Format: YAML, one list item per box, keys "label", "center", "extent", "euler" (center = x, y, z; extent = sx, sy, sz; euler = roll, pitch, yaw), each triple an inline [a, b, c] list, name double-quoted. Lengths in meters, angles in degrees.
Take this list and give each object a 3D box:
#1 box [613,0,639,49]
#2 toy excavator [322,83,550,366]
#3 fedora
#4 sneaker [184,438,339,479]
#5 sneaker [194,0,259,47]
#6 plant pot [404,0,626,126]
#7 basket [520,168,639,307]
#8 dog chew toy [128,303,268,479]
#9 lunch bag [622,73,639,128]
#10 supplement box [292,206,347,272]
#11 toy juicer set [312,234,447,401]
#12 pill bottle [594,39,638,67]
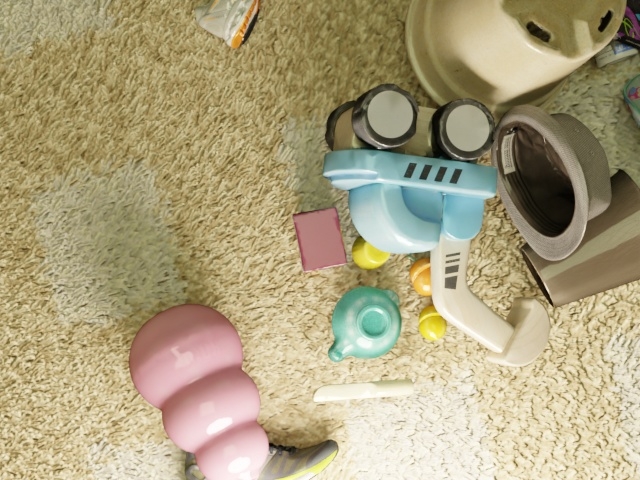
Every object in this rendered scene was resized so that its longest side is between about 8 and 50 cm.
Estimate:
- label: "box"
  center: [0.568, -0.407, 1.843]
  extent: [0.162, 0.029, 0.116]
  euler: [9, 71, -39]
- label: "toy excavator"
  center: [0.205, -0.016, 1.795]
  extent: [0.432, 0.222, 0.445]
  euler: [7, 87, -17]
- label: "fedora"
  center: [0.415, -0.114, 1.766]
  extent: [0.124, 0.244, 0.275]
  euler: [-18, 64, -23]
- label: "sneaker"
  center: [-0.115, 0.403, 1.871]
  extent: [0.299, 0.111, 0.121]
  euler: [-13, 85, -1]
- label: "sneaker"
  center: [-0.150, -0.499, 1.890]
  extent: [0.121, 0.099, 0.263]
  euler: [26, 89, 6]
- label: "plant pot"
  center: [0.348, -0.381, 1.732]
  extent: [0.333, 0.305, 0.334]
  euler: [1, 87, -13]
- label: "basket"
  center: [0.492, 0.016, 1.841]
  extent: [0.226, 0.154, 0.204]
  euler: [-30, 89, 5]
- label: "dog chew toy"
  center: [-0.202, 0.280, 1.798]
  extent: [0.206, 0.206, 0.332]
  euler: [-30, 71, 1]
- label: "lunch bag"
  center: [0.691, -0.271, 1.793]
  extent: [0.279, 0.224, 0.108]
  euler: [-31, 122, 11]
- label: "supplement box"
  center: [0.000, 0.000, 1.829]
  extent: [0.080, 0.188, 0.104]
  euler: [-11, 89, 1]
- label: "toy juicer set"
  center: [0.122, 0.165, 1.882]
  extent: [0.209, 0.089, 0.329]
  euler: [19, 81, -10]
- label: "pill bottle"
  center: [0.527, -0.396, 1.877]
  extent: [0.078, 0.078, 0.137]
  euler: [-19, 89, 1]
